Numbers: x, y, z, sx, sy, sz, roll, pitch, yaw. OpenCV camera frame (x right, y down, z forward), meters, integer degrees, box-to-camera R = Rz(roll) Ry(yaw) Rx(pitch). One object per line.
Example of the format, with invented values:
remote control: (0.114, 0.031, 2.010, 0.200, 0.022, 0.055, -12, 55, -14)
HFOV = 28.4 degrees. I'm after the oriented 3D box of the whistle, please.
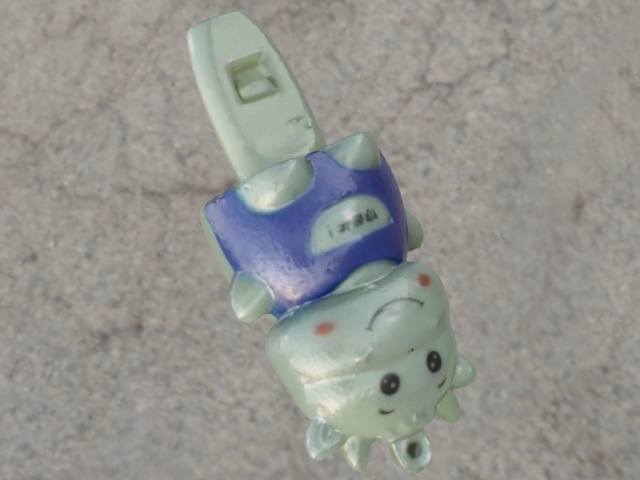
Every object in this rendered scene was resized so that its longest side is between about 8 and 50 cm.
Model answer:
whistle: (0.000, 0.000, 0.615, 0.244, 0.110, 0.092, 67, 157, 2)
